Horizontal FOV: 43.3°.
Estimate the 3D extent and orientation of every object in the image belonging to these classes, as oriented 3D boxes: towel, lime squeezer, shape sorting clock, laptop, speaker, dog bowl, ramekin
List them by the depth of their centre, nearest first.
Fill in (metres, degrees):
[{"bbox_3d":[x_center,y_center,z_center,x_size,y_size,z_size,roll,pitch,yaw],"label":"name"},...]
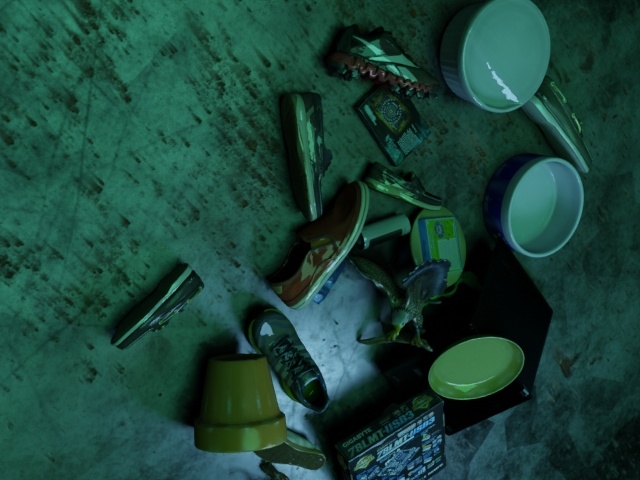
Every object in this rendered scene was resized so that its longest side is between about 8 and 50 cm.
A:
[{"bbox_3d":[0.009,0.089,1.901,0.067,0.029,0.120,36,84,-33],"label":"towel"},{"bbox_3d":[0.405,-0.445,1.923,0.272,0.127,0.273,-9,108,-29],"label":"ramekin"},{"bbox_3d":[0.147,-0.023,1.936,0.136,0.055,0.055,-19,113,-25],"label":"speaker"},{"bbox_3d":[0.292,0.015,2.011,0.206,0.040,0.206,9,77,-44],"label":"shape sorting clock"},{"bbox_3d":[0.346,0.133,2.107,0.310,0.059,0.110,-11,141,-28],"label":"lime squeezer"},{"bbox_3d":[0.562,-0.094,2.126,0.264,0.104,0.265,-8,107,-28],"label":"dog bowl"},{"bbox_3d":[0.406,0.267,2.146,0.407,0.236,0.382,-30,130,17],"label":"laptop"}]

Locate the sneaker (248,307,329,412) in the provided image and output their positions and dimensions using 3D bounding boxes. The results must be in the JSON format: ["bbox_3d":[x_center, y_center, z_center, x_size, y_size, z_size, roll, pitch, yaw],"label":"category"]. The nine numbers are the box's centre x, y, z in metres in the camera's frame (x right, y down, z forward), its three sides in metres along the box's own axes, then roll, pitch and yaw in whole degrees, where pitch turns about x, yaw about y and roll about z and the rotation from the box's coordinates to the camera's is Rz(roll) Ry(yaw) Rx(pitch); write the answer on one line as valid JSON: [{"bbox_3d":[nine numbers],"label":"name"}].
[{"bbox_3d":[-0.059,0.278,1.860,0.111,0.121,0.300,-41,120,-15],"label":"sneaker"}]

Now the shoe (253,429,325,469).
[{"bbox_3d":[-0.085,0.500,1.954,0.219,0.058,0.077,28,109,-29],"label":"shoe"}]

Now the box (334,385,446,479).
[{"bbox_3d":[0.189,0.553,2.067,0.295,0.073,0.294,-29,132,-20],"label":"box"}]

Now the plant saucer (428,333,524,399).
[{"bbox_3d":[0.380,0.305,1.990,0.240,0.037,0.241,-6,133,-6],"label":"plant saucer"}]

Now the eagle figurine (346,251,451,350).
[{"bbox_3d":[0.190,0.128,1.899,0.226,0.225,0.299,-19,120,-11],"label":"eagle figurine"}]

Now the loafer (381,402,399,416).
[{"bbox_3d":[0.174,0.481,2.108,0.045,0.039,0.125,23,92,11],"label":"loafer"}]

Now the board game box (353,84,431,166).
[{"bbox_3d":[0.170,-0.282,1.892,0.126,0.026,0.186,-45,121,-12],"label":"board game box"}]

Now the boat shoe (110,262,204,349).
[{"bbox_3d":[-0.338,0.150,1.686,0.228,0.081,0.069,-46,117,-14],"label":"boat shoe"}]

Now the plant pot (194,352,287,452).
[{"bbox_3d":[-0.180,0.351,1.782,0.205,0.205,0.188,-3,89,-30],"label":"plant pot"}]

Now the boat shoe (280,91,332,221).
[{"bbox_3d":[-0.018,-0.185,1.768,0.092,0.103,0.286,-15,105,-21],"label":"boat shoe"}]

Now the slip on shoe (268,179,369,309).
[{"bbox_3d":[0.000,0.000,1.825,0.101,0.123,0.331,36,89,-27],"label":"slip on shoe"}]

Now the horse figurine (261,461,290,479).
[{"bbox_3d":[-0.133,0.672,1.964,0.174,0.066,0.263,21,95,-27],"label":"horse figurine"}]

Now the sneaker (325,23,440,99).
[{"bbox_3d":[0.153,-0.397,1.787,0.275,0.097,0.135,15,90,-18],"label":"sneaker"}]

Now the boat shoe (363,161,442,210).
[{"bbox_3d":[0.207,-0.129,1.925,0.223,0.080,0.074,16,100,-28],"label":"boat shoe"}]

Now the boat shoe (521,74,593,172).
[{"bbox_3d":[0.635,-0.299,2.109,0.091,0.109,0.305,-48,118,-4],"label":"boat shoe"}]
